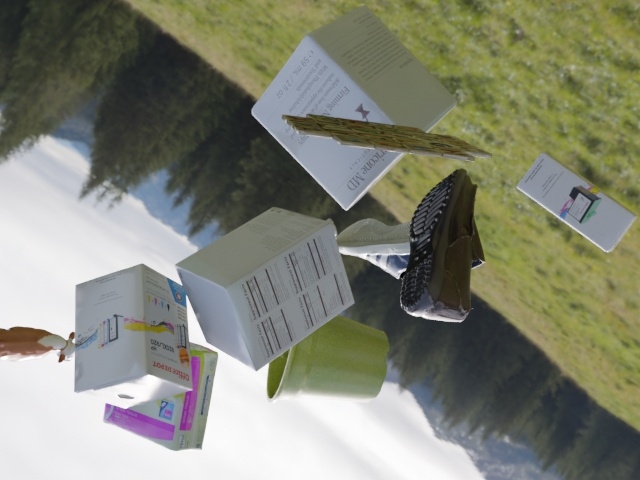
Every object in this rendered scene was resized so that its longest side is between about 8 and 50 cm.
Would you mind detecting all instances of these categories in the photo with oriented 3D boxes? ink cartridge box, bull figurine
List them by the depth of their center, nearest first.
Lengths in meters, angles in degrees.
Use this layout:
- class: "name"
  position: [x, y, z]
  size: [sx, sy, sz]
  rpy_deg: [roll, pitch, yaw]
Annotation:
- class: "ink cartridge box"
  position: [-0.377, 0.198, 1.494]
  size: [0.171, 0.168, 0.232]
  rpy_deg: [44, -147, -59]
- class: "ink cartridge box"
  position: [0.668, -0.099, 1.912]
  size: [0.278, 0.117, 0.201]
  rpy_deg: [40, -163, 19]
- class: "bull figurine"
  position: [-0.840, 0.296, 2.077]
  size: [0.188, 0.101, 0.310]
  rpy_deg: [-10, 163, 25]

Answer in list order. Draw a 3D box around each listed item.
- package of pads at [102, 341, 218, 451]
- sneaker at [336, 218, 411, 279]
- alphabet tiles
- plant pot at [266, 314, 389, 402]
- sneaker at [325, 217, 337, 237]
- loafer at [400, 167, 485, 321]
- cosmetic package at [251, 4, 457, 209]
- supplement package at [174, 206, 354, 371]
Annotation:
- class: "package of pads"
  position: [-0.370, 0.330, 1.683]
  size: [0.297, 0.229, 0.101]
  rpy_deg: [4, 173, 41]
- class: "sneaker"
  position: [0.174, 0.035, 1.928]
  size: [0.350, 0.131, 0.148]
  rpy_deg: [7, 136, 54]
- class: "alphabet tiles"
  position: [0.112, -0.185, 1.302]
  size: [0.343, 0.011, 0.285]
  rpy_deg: [5, -164, -14]
- class: "plant pot"
  position: [0.023, 0.288, 1.820]
  size: [0.254, 0.276, 0.276]
  rpy_deg: [15, -178, -11]
- class: "sneaker"
  position: [0.000, 0.000, 1.949]
  size: [0.170, 0.071, 0.068]
  rpy_deg: [93, 160, -56]
- class: "loafer"
  position: [0.251, 0.016, 1.448]
  size: [0.130, 0.366, 0.134]
  rpy_deg: [32, 143, -16]
- class: "cosmetic package"
  position: [0.097, -0.376, 2.076]
  size: [0.393, 0.329, 0.327]
  rpy_deg: [46, -137, 1]
- class: "supplement package"
  position: [-0.110, 0.089, 1.494]
  size: [0.199, 0.263, 0.198]
  rpy_deg: [17, 132, 50]
